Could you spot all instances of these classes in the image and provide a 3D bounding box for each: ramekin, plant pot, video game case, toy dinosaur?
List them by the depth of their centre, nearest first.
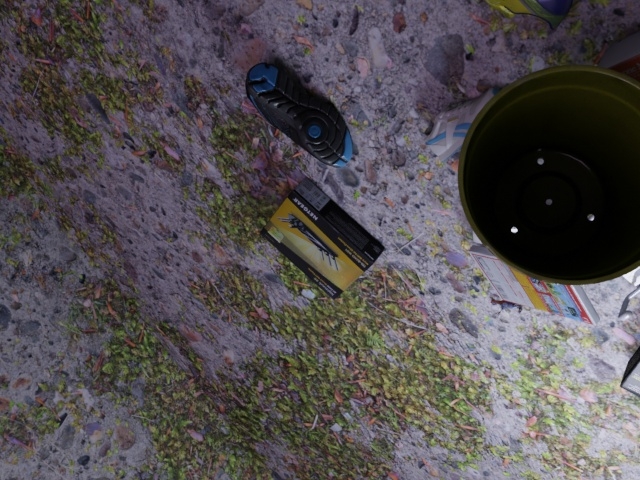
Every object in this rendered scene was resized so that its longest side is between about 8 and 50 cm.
[{"bbox_3d":[0.442,-0.095,1.358,0.367,0.366,0.353,32,-179,12],"label":"plant pot"},{"bbox_3d":[0.418,-0.088,1.641,0.109,0.207,0.207,11,130,19],"label":"ramekin"},{"bbox_3d":[0.511,0.105,1.757,0.285,0.025,0.204,15,151,53],"label":"video game case"},{"bbox_3d":[0.495,0.167,1.929,0.082,0.047,0.090,31,105,25],"label":"toy dinosaur"}]

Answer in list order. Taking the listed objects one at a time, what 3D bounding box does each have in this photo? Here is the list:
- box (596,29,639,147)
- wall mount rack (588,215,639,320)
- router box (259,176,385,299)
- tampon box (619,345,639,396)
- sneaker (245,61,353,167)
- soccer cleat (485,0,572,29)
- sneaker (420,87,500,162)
[{"bbox_3d":[0.692,-0.233,1.331,0.215,0.168,0.345,-21,110,45],"label":"box"},{"bbox_3d":[0.679,0.020,1.583,0.350,0.130,0.304,37,138,4],"label":"wall mount rack"},{"bbox_3d":[0.000,0.000,2.115,0.309,0.081,0.243,42,139,0],"label":"router box"},{"bbox_3d":[0.816,0.302,1.736,0.121,0.101,0.161,28,137,16],"label":"tampon box"},{"bbox_3d":[-0.055,-0.320,1.888,0.341,0.125,0.140,44,166,-7],"label":"sneaker"},{"bbox_3d":[0.349,-0.494,1.430,0.289,0.093,0.121,25,142,19],"label":"soccer cleat"},{"bbox_3d":[0.316,-0.272,1.645,0.092,0.087,0.228,45,137,0],"label":"sneaker"}]
